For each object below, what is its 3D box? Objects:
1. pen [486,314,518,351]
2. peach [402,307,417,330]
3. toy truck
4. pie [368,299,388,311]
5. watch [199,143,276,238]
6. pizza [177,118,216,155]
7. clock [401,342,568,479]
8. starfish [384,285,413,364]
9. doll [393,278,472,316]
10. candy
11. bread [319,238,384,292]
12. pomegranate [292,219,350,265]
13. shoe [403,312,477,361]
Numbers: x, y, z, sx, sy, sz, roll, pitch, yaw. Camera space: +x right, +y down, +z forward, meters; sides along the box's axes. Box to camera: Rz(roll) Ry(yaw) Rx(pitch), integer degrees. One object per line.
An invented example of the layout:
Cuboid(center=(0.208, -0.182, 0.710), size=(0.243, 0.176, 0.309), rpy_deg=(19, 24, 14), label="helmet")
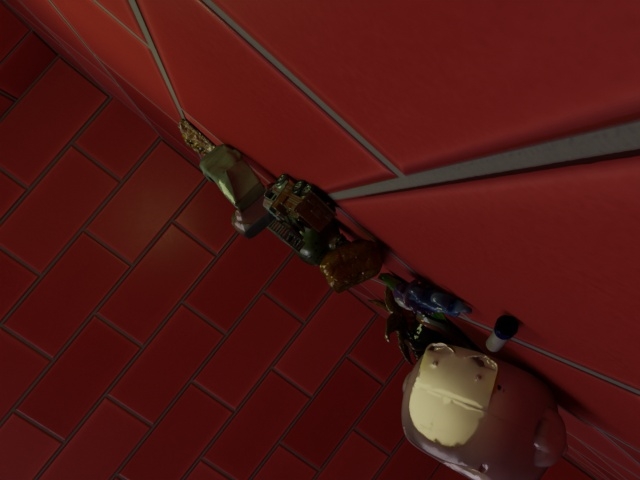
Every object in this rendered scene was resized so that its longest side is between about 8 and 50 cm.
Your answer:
Cuboid(center=(0.307, 0.166, 0.778), size=(0.033, 0.033, 0.269), rpy_deg=(36, 174, 24), label="pen")
Cuboid(center=(0.281, 0.251, 1.414), size=(0.101, 0.101, 0.101), rpy_deg=(38, 175, 4), label="peach")
Cuboid(center=(-0.057, -0.059, 0.904), size=(0.080, 0.115, 0.178), rpy_deg=(41, 176, -31), label="toy truck")
Cuboid(center=(0.296, 0.301, 2.051), size=(0.088, 0.033, 0.191), rpy_deg=(33, 173, -30), label="pie")
Cuboid(center=(-0.209, -0.144, 1.184), size=(0.241, 0.162, 0.253), rpy_deg=(51, 173, 4), label="watch")
Cuboid(center=(-0.369, -0.297, 1.364), size=(0.185, 0.052, 0.195), rpy_deg=(32, 172, 28), label="pizza")
Cuboid(center=(0.375, 0.421, 1.046), size=(0.368, 0.250, 0.376), rpy_deg=(6, 157, 49), label="clock")
Cuboid(center=(0.220, 0.234, 1.271), size=(0.227, 0.043, 0.240), rpy_deg=(65, -154, 0), label="starfish")
Cuboid(center=(0.208, 0.116, 0.882), size=(0.110, 0.067, 0.206), rpy_deg=(31, 168, -25), label="doll")
Cuboid(center=(0.226, 0.136, 1.098), size=(0.178, 0.032, 0.102), rpy_deg=(32, 175, 44), label="candy")
Cuboid(center=(0.074, 0.057, 0.977), size=(0.271, 0.139, 0.077), rpy_deg=(52, -164, -79), label="bread")
Cuboid(center=(-0.007, 0.001, 1.029), size=(0.130, 0.130, 0.130), rpy_deg=(38, 175, 4), label="pomegranate")
Cuboid(center=(0.322, 0.295, 1.226), size=(0.291, 0.137, 0.114), rpy_deg=(41, 175, -35), label="shoe")
